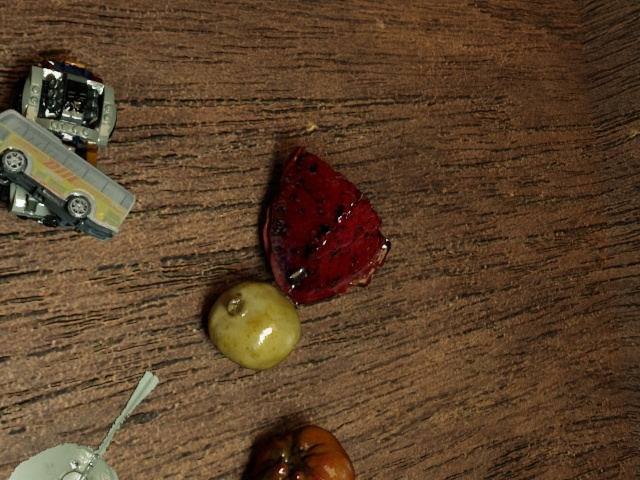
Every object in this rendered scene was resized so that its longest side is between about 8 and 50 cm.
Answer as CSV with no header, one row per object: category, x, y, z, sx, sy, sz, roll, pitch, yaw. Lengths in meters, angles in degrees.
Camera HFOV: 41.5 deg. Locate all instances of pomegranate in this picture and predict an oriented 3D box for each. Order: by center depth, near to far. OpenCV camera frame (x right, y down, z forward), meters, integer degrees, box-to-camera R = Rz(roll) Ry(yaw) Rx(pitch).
pomegranate,-0.133,0.163,1.674,0.196,0.196,0.196,7,80,-40

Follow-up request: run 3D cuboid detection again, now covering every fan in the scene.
fan,-0.414,0.408,1.515,0.233,0.012,0.414,45,59,-27

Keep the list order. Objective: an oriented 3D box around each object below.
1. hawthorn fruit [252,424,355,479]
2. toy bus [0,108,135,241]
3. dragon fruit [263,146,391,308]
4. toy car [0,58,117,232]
hawthorn fruit,-0.030,0.514,1.715,0.224,0.224,0.260,-47,136,-34
toy bus,-0.436,-0.104,1.384,0.268,0.092,0.106,37,61,-16
dragon fruit,-0.008,-0.005,1.865,0.286,0.228,0.329,-56,154,0
toy car,-0.460,-0.172,1.492,0.193,0.118,0.301,12,79,-32
